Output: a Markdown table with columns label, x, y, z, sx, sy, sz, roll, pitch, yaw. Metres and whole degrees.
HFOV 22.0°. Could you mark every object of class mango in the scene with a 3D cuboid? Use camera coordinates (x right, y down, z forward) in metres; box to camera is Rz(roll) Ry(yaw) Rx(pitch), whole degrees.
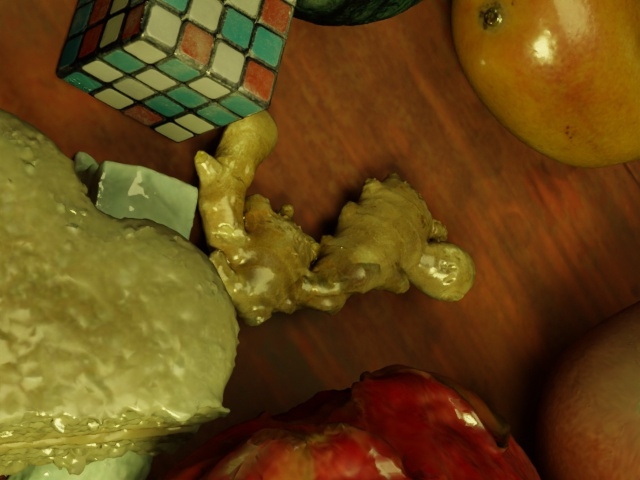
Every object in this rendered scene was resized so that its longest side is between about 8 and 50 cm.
| label | x | y | z | sx | sy | sz | roll | pitch | yaw |
| --- | --- | --- | --- | --- | --- | --- | --- | --- | --- |
| mango | 0.177 | -0.127 | 1.135 | 0.221 | 0.120 | 0.151 | 42 | 55 | -34 |

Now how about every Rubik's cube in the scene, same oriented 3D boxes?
| label | x | y | z | sx | sy | sz | roll | pitch | yaw |
| --- | --- | --- | --- | --- | --- | --- | --- | --- | --- |
| Rubik's cube | -0.080 | -0.123 | 0.936 | 0.092 | 0.092 | 0.092 | 28 | 63 | -32 |

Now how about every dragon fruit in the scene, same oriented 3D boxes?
| label | x | y | z | sx | sy | sz | roll | pitch | yaw |
| --- | --- | --- | --- | --- | --- | --- | --- | --- | --- |
| dragon fruit | 0.102 | 0.188 | 0.831 | 0.286 | 0.329 | 0.228 | -31 | 143 | -39 |

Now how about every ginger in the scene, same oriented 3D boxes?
| label | x | y | z | sx | sy | sz | roll | pitch | yaw |
| --- | --- | --- | --- | --- | --- | --- | --- | --- | --- |
| ginger | 0.000 | 0.000 | 1.005 | 0.193 | 0.052 | 0.176 | 48 | 53 | -11 |

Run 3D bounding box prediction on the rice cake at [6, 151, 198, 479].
| label | x | y | z | sx | sy | sz | roll | pitch | yaw |
| --- | --- | --- | --- | --- | --- | --- | --- | --- | --- |
| rice cake | -0.116 | 0.048 | 0.885 | 0.069 | 0.063 | 0.206 | 23 | 66 | -27 |

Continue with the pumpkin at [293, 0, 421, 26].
| label | x | y | z | sx | sy | sz | roll | pitch | yaw |
| --- | --- | --- | --- | --- | --- | --- | --- | --- | --- |
| pumpkin | 0.012 | -0.229 | 1.008 | 0.202 | 0.140 | 0.202 | 8 | 76 | -35 |

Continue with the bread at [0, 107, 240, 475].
| label | x | y | z | sx | sy | sz | roll | pitch | yaw |
| --- | --- | --- | --- | --- | --- | --- | --- | --- | --- |
| bread | -0.204 | 0.024 | 0.761 | 0.337 | 0.102 | 0.183 | -3 | 75 | -26 |

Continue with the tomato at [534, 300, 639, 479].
| label | x | y | z | sx | sy | sz | roll | pitch | yaw |
| --- | --- | --- | --- | --- | --- | --- | --- | --- | --- |
| tomato | 0.302 | 0.154 | 1.019 | 0.273 | 0.341 | 0.341 | 55 | 46 | -51 |
